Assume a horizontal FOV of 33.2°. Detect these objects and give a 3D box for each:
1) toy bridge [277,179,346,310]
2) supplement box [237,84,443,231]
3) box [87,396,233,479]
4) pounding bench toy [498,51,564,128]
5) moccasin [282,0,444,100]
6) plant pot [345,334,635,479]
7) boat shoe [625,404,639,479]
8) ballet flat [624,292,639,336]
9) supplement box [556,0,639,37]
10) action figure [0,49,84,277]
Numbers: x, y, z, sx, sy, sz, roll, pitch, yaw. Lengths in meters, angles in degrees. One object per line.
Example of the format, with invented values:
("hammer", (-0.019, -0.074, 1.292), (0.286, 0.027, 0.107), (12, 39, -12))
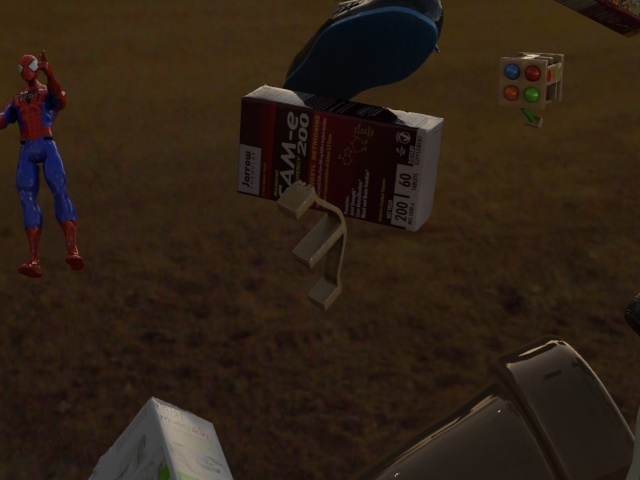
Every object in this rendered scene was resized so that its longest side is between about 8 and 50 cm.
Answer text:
("toy bridge", (0.000, 0.000, 1.108), (0.026, 0.188, 0.063), (29, 65, 28))
("supplement box", (0.021, -0.103, 1.315), (0.239, 0.130, 0.073), (13, 24, 19))
("box", (-0.255, 0.407, 1.572), (0.127, 0.262, 0.231), (30, 12, -29))
("pounding bench toy", (0.226, -0.158, 1.161), (0.052, 0.083, 0.065), (9, 20, 29))
("moccasin", (0.045, -0.267, 1.381), (0.138, 0.117, 0.342), (33, -22, -22))
("plant pot", (0.123, 0.231, 0.816), (0.229, 0.263, 0.263), (-21, 27, -1))
("boat shoe", (0.188, 0.147, 0.492), (0.095, 0.254, 0.079), (1, 23, -17))
("ballet flat", (0.425, 0.131, 1.264), (0.049, 0.173, 0.057), (-43, 10, -8))
("supplement box", (0.244, -0.214, 0.901), (0.083, 0.055, 0.043), (23, -8, -16))
("action figure", (-0.346, -0.110, 1.287), (0.091, 0.280, 0.139), (-11, -18, 0))
